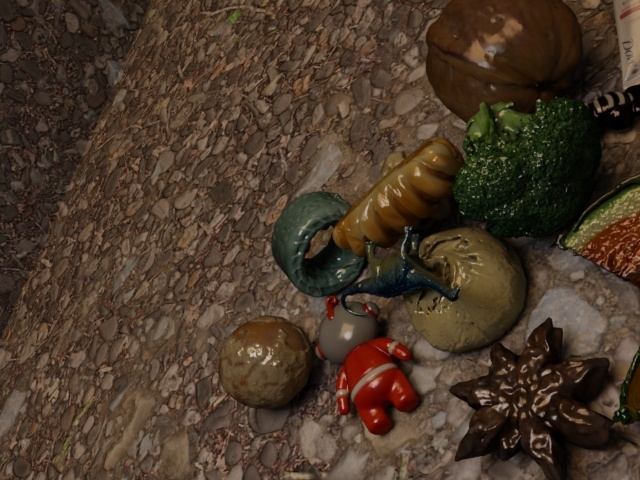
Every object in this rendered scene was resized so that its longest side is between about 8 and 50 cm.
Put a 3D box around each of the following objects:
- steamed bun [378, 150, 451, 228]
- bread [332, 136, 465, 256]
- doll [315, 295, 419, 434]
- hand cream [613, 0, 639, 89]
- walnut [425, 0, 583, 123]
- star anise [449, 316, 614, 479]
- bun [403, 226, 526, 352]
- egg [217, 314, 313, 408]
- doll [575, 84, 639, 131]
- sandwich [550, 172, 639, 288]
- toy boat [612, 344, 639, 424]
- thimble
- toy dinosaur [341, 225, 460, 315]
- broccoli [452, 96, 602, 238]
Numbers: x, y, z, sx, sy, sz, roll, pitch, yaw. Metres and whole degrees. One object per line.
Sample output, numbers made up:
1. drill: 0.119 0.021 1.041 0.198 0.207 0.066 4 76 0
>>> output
1. steamed bun: 0.218 -0.101 1.809 0.155 0.141 0.172 8 74 37
2. bread: 0.160 -0.078 1.671 0.311 0.121 0.173 -41 6 26
3. doll: 0.083 0.240 1.728 0.200 0.105 0.336 -45 48 15
4. hand cream: 0.642 -0.426 1.656 0.133 0.083 0.248 -25 58 34
5. walnut: 0.372 -0.389 1.732 0.306 0.306 0.344 -48 47 8
6. star anise: 0.352 0.289 1.411 0.315 0.108 0.315 -21 46 24
7. bun: 0.266 0.079 1.612 0.259 0.152 0.259 -28 46 32
8. egg: -0.124 0.270 1.831 0.245 0.203 0.203 -32 44 41
9. doll: 0.533 -0.245 1.610 0.219 0.067 0.091 -13 45 8
10. sandwich: 0.573 -0.015 1.411 0.292 0.109 0.212 -47 49 18
11. toy boat: 0.532 0.196 1.311 0.089 0.088 0.229 21 80 51
12. thimble: 0.000 0.000 1.888 0.235 0.198 0.143 -65 33 16
13. toy dinosaur: 0.143 0.059 1.589 0.363 0.076 0.147 -15 70 55
14. broccoli: 0.377 -0.144 1.518 0.308 0.308 0.275 -34 60 24
